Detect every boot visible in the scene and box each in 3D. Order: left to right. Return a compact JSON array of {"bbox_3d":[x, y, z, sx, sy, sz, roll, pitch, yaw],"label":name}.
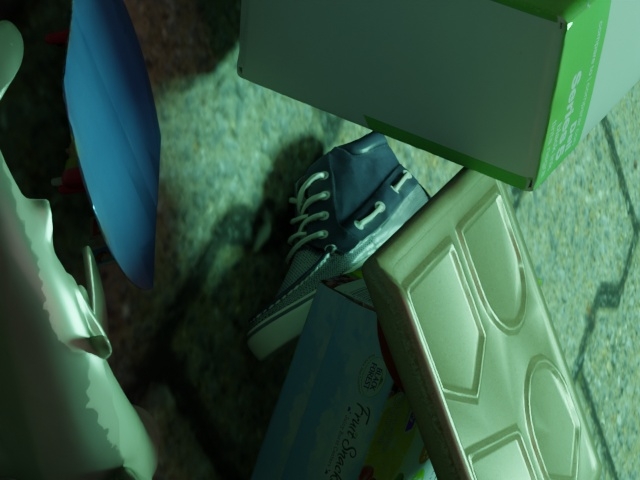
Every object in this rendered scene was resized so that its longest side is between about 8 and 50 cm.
[{"bbox_3d":[0.000,0.000,0.977,0.086,0.069,0.190,54,42,1],"label":"boot"}]

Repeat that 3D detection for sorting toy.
[{"bbox_3d":[0.104,0.121,0.861,0.307,0.041,0.229,70,24,-12],"label":"sorting toy"}]

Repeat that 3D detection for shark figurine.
[{"bbox_3d":[-0.139,0.049,0.658,0.166,0.116,0.278,-114,-174,-52],"label":"shark figurine"}]

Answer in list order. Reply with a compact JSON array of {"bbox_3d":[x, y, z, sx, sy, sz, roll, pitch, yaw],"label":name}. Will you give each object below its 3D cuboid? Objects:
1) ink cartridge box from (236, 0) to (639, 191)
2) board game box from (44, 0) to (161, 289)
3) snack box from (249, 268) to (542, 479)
[{"bbox_3d":[0.108,-0.165,0.950,0.273,0.198,0.115,-41,146,-45],"label":"ink cartridge box"},{"bbox_3d":[-0.114,-0.058,0.771,0.133,0.033,0.168,71,11,-46],"label":"board game box"},{"bbox_3d":[0.044,0.100,0.955,0.207,0.070,0.174,-16,128,-63],"label":"snack box"}]
